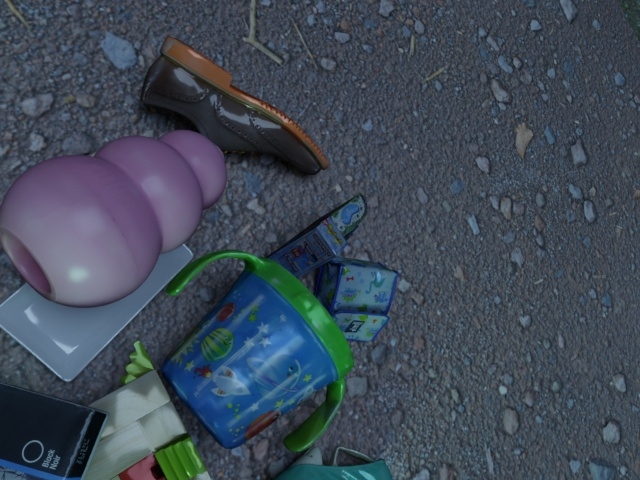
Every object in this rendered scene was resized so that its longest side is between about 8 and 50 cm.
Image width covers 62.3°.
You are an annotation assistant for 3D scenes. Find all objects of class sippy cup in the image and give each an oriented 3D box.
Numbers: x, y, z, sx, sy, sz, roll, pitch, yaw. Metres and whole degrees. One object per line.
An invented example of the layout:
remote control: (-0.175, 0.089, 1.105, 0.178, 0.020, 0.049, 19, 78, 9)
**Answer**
sippy cup: (-0.107, 0.181, 0.807, 0.224, 0.240, 0.305, -39, 74, -21)

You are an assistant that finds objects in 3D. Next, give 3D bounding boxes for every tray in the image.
tray: (-0.337, 0.067, 0.812, 0.145, 0.030, 0.270, 46, 60, -10)

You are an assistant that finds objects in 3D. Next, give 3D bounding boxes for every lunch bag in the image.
lunch bag: (0.060, 0.114, 0.980, 0.129, 0.096, 0.151, 10, 100, -26)

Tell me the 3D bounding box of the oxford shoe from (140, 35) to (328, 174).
oxford shoe: (-0.146, -0.205, 0.962, 0.364, 0.130, 0.132, 31, 96, -25)

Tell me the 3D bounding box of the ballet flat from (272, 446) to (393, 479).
ballet flat: (0.012, 0.395, 0.894, 0.247, 0.083, 0.087, 13, 46, -25)

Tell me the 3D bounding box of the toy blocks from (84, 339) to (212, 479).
toy blocks: (-0.274, 0.362, 0.697, 0.261, 0.191, 0.381, -27, 86, -21)

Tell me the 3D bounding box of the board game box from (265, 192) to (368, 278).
board game box: (0.000, 0.000, 0.918, 0.194, 0.194, 0.060, -37, 96, -30)

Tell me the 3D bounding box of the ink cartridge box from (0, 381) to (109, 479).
ink cartridge box: (-0.438, 0.235, 0.612, 0.333, 0.065, 0.165, 13, 68, 4)

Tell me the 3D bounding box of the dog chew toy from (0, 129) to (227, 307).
dog chew toy: (-0.266, -0.054, 0.757, 0.332, 0.207, 0.206, -41, 97, -38)
